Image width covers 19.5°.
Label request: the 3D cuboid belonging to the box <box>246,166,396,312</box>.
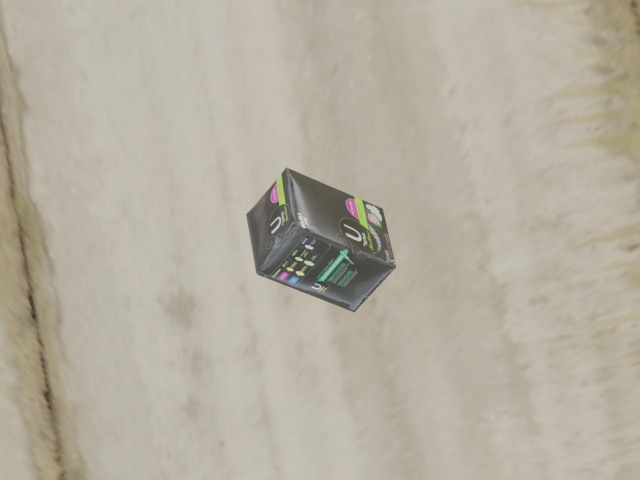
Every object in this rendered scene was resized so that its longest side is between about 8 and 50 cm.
[{"bbox_3d":[0.000,0.000,1.257,0.083,0.052,0.062,22,-144,-28],"label":"box"}]
